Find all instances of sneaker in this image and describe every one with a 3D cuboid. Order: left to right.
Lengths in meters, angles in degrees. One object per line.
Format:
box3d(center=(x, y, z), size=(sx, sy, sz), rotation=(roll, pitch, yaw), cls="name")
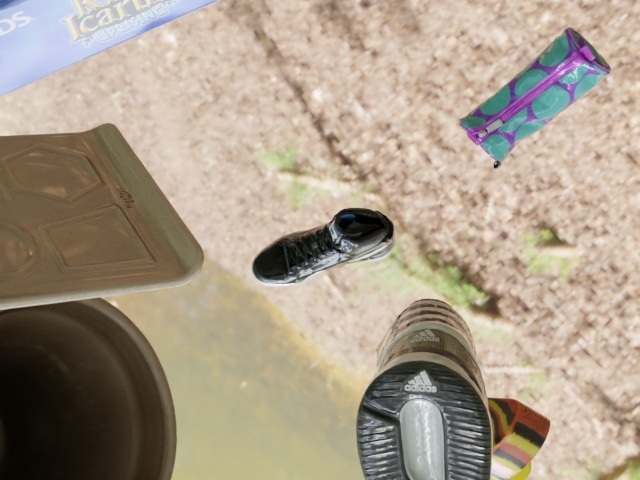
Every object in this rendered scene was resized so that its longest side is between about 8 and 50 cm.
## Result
box3d(center=(0.000, 0.000, 1.661), size=(0.121, 0.217, 0.079), rotation=(80, 174, -72), cls="sneaker")
box3d(center=(0.125, 0.270, 1.237), size=(0.169, 0.257, 0.447), rotation=(5, 114, 9), cls="sneaker")

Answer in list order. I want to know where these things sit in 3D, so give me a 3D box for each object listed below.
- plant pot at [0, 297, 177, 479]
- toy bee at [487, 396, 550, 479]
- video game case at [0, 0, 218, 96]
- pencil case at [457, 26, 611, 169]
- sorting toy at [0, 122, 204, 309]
box3d(center=(-0.308, 0.187, 1.109), size=(0.229, 0.263, 0.263), rotation=(-14, 109, 44), cls="plant pot")
box3d(center=(0.173, 0.259, 1.459), size=(0.195, 0.162, 0.298), rotation=(27, 174, 1), cls="toy bee")
box3d(center=(-0.117, -0.225, 0.690), size=(0.061, 0.269, 0.244), rotation=(54, -159, -48), cls="video game case")
box3d(center=(0.213, -0.143, 1.158), size=(0.151, 0.070, 0.064), rotation=(-41, 84, 22), cls="pencil case")
box3d(center=(-0.213, -0.014, 0.821), size=(0.193, 0.208, 0.038), rotation=(50, 139, 40), cls="sorting toy")
